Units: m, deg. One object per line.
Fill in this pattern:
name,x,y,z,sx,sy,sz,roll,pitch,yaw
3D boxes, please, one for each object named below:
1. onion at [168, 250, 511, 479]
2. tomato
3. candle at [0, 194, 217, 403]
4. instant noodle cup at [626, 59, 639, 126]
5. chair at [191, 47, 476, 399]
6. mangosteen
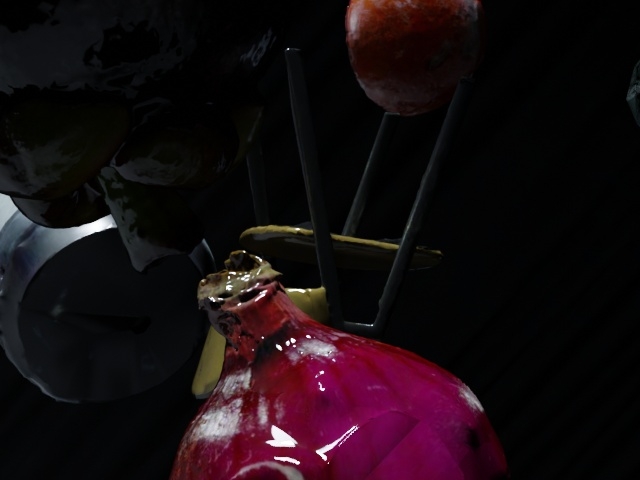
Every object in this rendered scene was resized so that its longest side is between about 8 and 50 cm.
onion,0.002,0.098,0.734,0.198,0.173,0.135,66,-24,-5
tomato,0.118,-0.231,1.702,0.189,0.099,0.173,-39,114,-45
candle,-0.242,0.017,1.597,0.221,0.221,0.342,36,3,-26
instant noodle cup,0.316,-0.157,0.997,0.240,0.240,0.178,35,47,-30
chair,0.000,0.000,1.165,0.172,0.247,0.159,6,-6,-17
mangosteen,-0.128,-0.132,0.937,0.287,0.233,0.287,49,8,-9
